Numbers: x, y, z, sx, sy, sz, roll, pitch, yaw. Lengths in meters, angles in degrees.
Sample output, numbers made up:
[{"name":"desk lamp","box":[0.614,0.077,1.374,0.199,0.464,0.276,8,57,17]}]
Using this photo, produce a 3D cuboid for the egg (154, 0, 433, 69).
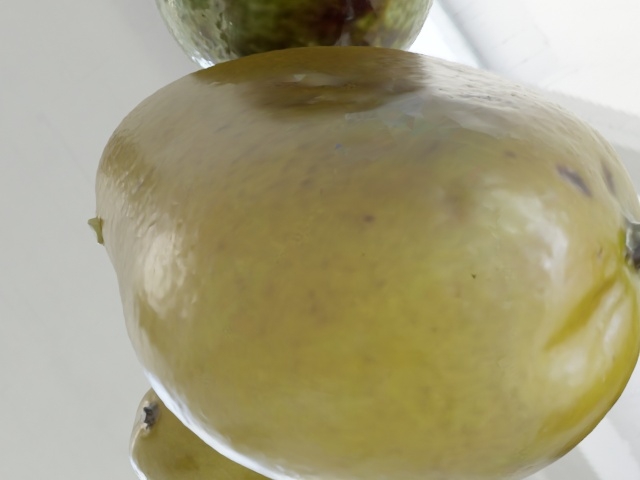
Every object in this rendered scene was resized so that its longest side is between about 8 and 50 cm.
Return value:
[{"name":"egg","box":[-0.022,-0.238,0.921,0.238,0.238,0.289,27,-21,16]}]

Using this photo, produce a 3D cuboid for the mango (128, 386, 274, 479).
[{"name":"mango","box":[-0.029,0.199,1.112,0.195,0.332,0.142,-38,-130,44]}]

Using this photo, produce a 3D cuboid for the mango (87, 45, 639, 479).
[{"name":"mango","box":[0.000,0.000,0.737,0.445,0.301,0.220,20,-40,49]}]
